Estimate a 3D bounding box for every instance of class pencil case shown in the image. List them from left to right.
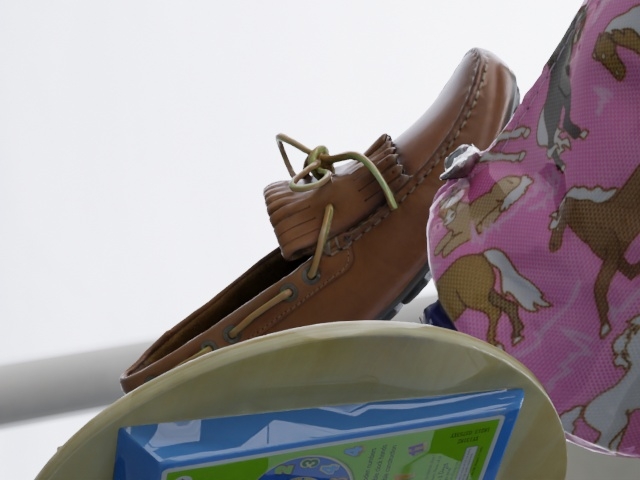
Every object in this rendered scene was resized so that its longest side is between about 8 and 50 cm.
[{"bbox_3d":[0.189,-0.089,0.672,0.386,0.167,0.160,-58,-158,27],"label":"pencil case"}]

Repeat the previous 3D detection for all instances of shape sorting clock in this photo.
[{"bbox_3d":[-0.010,0.101,0.602,0.040,0.206,0.206,-115,-149,-41],"label":"shape sorting clock"}]

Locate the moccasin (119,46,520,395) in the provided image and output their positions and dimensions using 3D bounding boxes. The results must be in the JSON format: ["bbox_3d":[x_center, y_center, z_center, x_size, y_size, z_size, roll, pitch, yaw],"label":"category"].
[{"bbox_3d":[0.000,-0.001,1.265,0.380,0.147,0.139,-46,-170,13],"label":"moccasin"}]
